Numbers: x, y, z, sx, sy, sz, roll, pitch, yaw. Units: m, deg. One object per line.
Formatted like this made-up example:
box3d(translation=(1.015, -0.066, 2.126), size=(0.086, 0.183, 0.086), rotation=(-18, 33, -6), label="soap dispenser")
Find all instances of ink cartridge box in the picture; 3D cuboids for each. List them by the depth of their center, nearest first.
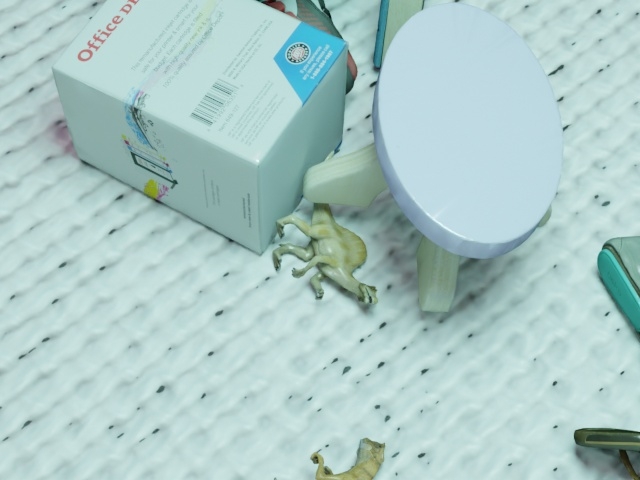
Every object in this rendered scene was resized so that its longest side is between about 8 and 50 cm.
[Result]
box3d(translation=(-0.115, -0.137, 1.288), size=(0.233, 0.168, 0.171), rotation=(27, 63, 14), label="ink cartridge box")

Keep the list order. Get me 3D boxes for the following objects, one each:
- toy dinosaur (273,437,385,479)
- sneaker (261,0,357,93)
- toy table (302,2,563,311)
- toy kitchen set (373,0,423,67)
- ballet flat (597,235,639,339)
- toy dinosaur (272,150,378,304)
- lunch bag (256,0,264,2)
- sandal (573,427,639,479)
box3d(translation=(0.000, 0.253, 1.121), size=(0.112, 0.064, 0.211), rotation=(17, 61, 8), label="toy dinosaur")
box3d(translation=(-0.035, -0.267, 1.407), size=(0.135, 0.097, 0.276), rotation=(-34, 64, -17), label="sneaker")
box3d(translation=(0.120, -0.074, 1.237), size=(0.252, 0.161, 0.274), rotation=(15, 56, -3), label="toy table")
box3d(translation=(0.041, -0.301, 1.441), size=(0.166, 0.122, 0.207), rotation=(9, 40, 5), label="toy kitchen set")
box3d(translation=(0.331, 0.084, 1.223), size=(0.068, 0.072, 0.213), rotation=(-11, 59, -12), label="ballet flat")
box3d(translation=(0.000, 0.000, 1.289), size=(0.093, 0.053, 0.183), rotation=(-7, 58, -22), label="toy dinosaur")
box3d(translation=(-0.071, -0.364, 1.322), size=(0.262, 0.160, 0.223), rotation=(30, 63, 27), label="lunch bag")
box3d(translation=(0.332, 0.213, 1.152), size=(0.219, 0.090, 0.060), rotation=(18, 82, 1), label="sandal")
